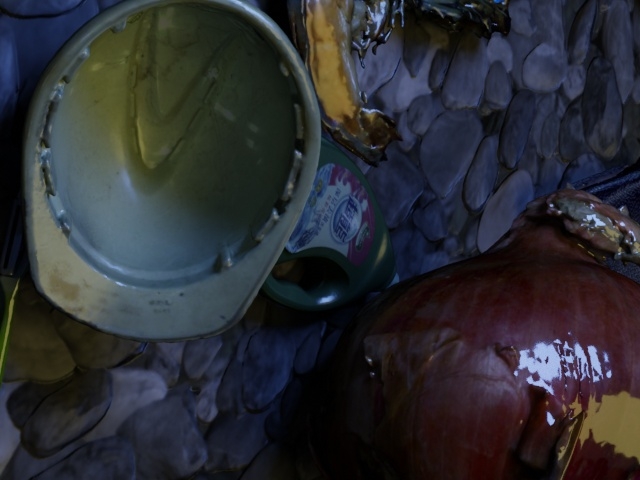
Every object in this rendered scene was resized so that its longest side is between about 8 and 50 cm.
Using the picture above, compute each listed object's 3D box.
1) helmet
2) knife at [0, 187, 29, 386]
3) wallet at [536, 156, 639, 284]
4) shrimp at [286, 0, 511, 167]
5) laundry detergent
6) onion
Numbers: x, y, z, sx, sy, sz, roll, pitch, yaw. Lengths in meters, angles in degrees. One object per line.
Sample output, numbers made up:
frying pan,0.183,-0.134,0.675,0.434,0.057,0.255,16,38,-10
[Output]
helmet,-0.112,-0.070,1.176,0.204,0.137,0.257,15,108,-13
knife,-0.222,0.048,1.165,0.026,0.022,0.184,12,91,-22
wallet,0.289,0.052,1.713,0.221,0.071,0.262,-23,120,-48
shrimp,0.073,-0.170,1.395,0.290,0.054,0.222,7,84,-48
laundry detergent,0.000,0.000,1.373,0.211,0.063,0.137,42,70,-47
onion,0.167,0.149,1.386,0.354,0.354,0.353,-15,111,-45
